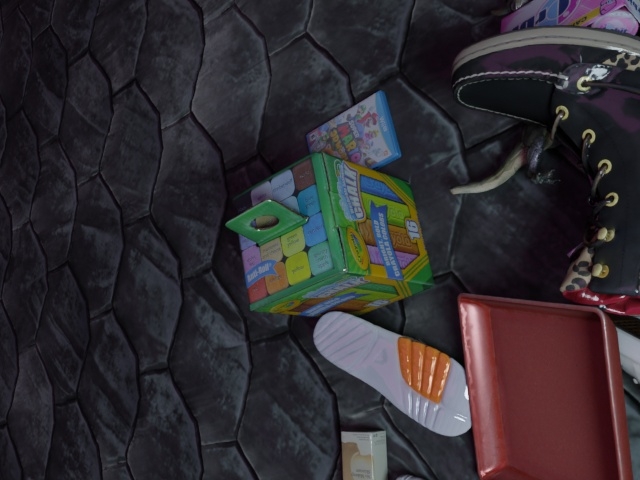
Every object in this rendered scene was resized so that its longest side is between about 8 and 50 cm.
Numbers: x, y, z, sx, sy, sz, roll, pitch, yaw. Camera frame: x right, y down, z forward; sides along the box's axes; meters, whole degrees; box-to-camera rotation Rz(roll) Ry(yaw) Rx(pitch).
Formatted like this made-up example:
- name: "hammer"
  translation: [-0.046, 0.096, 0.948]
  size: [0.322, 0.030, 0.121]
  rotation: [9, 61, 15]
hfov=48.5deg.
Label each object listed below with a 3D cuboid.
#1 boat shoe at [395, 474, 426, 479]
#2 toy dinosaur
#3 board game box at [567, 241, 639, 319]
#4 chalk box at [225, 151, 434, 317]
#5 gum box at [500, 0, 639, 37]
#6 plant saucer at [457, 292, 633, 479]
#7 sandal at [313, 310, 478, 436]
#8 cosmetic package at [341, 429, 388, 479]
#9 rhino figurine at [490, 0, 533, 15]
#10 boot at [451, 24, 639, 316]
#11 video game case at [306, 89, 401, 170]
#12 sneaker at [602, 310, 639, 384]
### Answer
- name: "boat shoe"
  translation: [0.135, 0.425, 0.991]
  size: [0.063, 0.066, 0.184]
  rotation: [-6, 70, 41]
- name: "toy dinosaur"
  translation: [0.294, -0.128, 0.924]
  size: [0.268, 0.064, 0.118]
  rotation: [-47, 40, 15]
- name: "board game box"
  translation: [0.385, 0.045, 0.853]
  size: [0.103, 0.026, 0.154]
  rotation: [-46, 57, 27]
- name: "chalk box"
  translation: [0.000, 0.000, 1.016]
  size: [0.180, 0.289, 0.179]
  rotation: [-25, 68, 36]
- name: "gum box"
  translation: [0.311, -0.267, 0.900]
  size: [0.188, 0.062, 0.107]
  rotation: [-24, 43, 46]
- name: "plant saucer"
  translation: [0.265, 0.193, 0.837]
  size: [0.259, 0.047, 0.258]
  rotation: [179, 84, -66]
- name: "sandal"
  translation: [0.114, 0.178, 1.028]
  size: [0.265, 0.076, 0.102]
  rotation: [29, 95, 25]
- name: "cosmetic package"
  translation: [0.067, 0.345, 1.069]
  size: [0.060, 0.041, 0.115]
  rotation: [-12, 76, 38]
- name: "rhino figurine"
  translation: [0.323, -0.386, 0.942]
  size: [0.243, 0.073, 0.106]
  rotation: [-41, 47, 31]
- name: "boot"
  translation: [0.309, -0.073, 0.785]
  size: [0.377, 0.138, 0.284]
  rotation: [11, 78, 16]
- name: "video game case"
  translation: [0.051, -0.158, 1.178]
  size: [0.166, 0.015, 0.119]
  rotation: [-26, 67, 35]
- name: "sneaker"
  translation: [0.398, 0.190, 0.753]
  size: [0.290, 0.106, 0.123]
  rotation: [36, 114, 28]
